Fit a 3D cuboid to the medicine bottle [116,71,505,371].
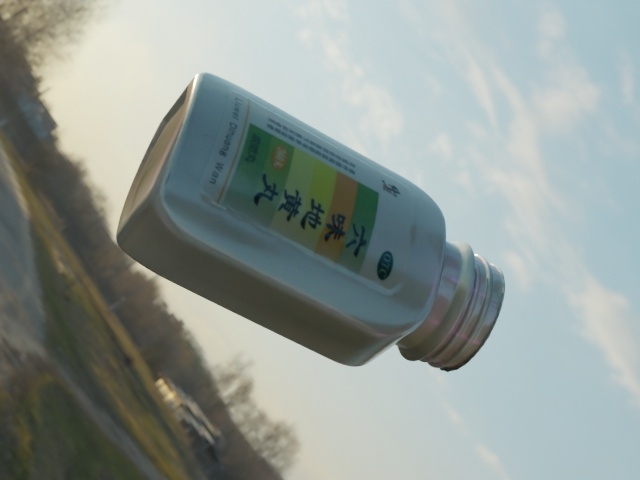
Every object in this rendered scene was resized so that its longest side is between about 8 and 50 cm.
[{"bbox_3d":[0.000,0.000,0.947,0.324,0.179,0.124,29,-42,-18],"label":"medicine bottle"}]
